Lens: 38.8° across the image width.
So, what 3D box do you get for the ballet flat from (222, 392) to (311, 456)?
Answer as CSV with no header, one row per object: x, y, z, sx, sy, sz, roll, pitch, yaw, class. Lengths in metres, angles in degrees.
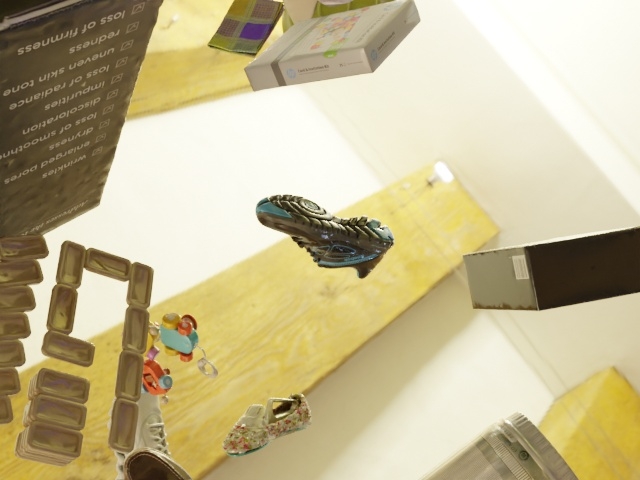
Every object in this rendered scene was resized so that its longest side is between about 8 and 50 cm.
-0.104,0.341,1.721,0.241,0.091,0.077,-9,-83,-57,ballet flat

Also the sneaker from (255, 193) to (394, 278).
0.000,0.000,2.037,0.341,0.139,0.125,18,-151,-24,sneaker

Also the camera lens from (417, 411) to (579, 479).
0.310,0.468,1.629,0.219,0.274,0.219,53,178,3,camera lens

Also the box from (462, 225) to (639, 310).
0.357,0.047,1.406,0.185,0.261,0.103,-12,-91,-11,box

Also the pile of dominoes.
-0.289,0.115,0.996,0.196,0.040,0.251,22,-129,-30,pile of dominoes

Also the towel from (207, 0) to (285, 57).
-0.078,-0.228,0.960,0.060,0.009,0.083,15,-122,16,towel

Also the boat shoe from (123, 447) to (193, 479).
-0.171,0.346,1.145,0.207,0.073,0.073,48,168,0,boat shoe

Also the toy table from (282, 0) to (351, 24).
-0.023,-0.505,1.615,0.274,0.161,0.252,-57,-48,-50,toy table

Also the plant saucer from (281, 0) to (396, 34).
0.032,-0.459,1.819,0.241,0.241,0.037,58,-171,16,plant saucer

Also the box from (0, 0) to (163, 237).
-0.464,-0.149,0.934,0.480,0.471,0.297,-33,-102,-33,box

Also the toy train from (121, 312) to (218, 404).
-0.203,0.154,1.243,0.125,0.166,0.046,58,-139,-11,toy train

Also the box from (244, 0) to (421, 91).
0.015,-0.249,1.158,0.145,0.186,0.038,-51,-51,-41,box

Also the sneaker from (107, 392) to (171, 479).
-0.292,0.368,1.541,0.110,0.118,0.291,13,-105,-60,sneaker
